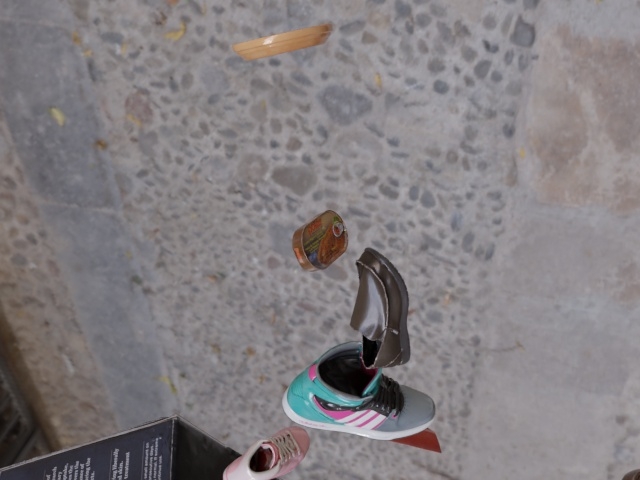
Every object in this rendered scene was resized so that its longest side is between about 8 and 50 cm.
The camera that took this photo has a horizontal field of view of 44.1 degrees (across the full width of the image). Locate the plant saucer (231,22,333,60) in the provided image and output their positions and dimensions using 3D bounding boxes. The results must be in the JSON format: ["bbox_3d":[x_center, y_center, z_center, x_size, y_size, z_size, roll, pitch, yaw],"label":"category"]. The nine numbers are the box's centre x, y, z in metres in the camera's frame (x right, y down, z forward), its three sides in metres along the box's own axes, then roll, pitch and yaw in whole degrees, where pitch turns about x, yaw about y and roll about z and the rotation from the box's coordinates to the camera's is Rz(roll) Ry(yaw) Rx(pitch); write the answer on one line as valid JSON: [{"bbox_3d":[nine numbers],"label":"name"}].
[{"bbox_3d":[-0.071,-0.381,1.529,0.200,0.200,0.037,-5,105,27],"label":"plant saucer"}]

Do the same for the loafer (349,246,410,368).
[{"bbox_3d":[0.085,0.113,1.187,0.080,0.078,0.220,33,143,52],"label":"loafer"}]

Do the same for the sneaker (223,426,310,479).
[{"bbox_3d":[-0.053,0.266,0.986,0.051,0.134,0.070,58,138,14],"label":"sneaker"}]

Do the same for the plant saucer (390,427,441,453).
[{"bbox_3d":[0.159,0.454,2.036,0.259,0.047,0.258,25,178,-44],"label":"plant saucer"}]

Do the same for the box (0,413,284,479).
[{"bbox_3d":[-0.364,0.625,1.627,0.472,0.297,0.480,-19,141,19],"label":"box"}]

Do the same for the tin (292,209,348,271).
[{"bbox_3d":[0.000,0.000,1.759,0.040,0.190,0.106,-13,104,34],"label":"tin"}]

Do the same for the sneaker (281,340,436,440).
[{"bbox_3d":[0.095,0.263,1.415,0.295,0.124,0.178,7,141,-17],"label":"sneaker"}]

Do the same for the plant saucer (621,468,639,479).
[{"bbox_3d":[0.707,0.532,1.632,0.168,0.168,0.029,17,124,8],"label":"plant saucer"}]
